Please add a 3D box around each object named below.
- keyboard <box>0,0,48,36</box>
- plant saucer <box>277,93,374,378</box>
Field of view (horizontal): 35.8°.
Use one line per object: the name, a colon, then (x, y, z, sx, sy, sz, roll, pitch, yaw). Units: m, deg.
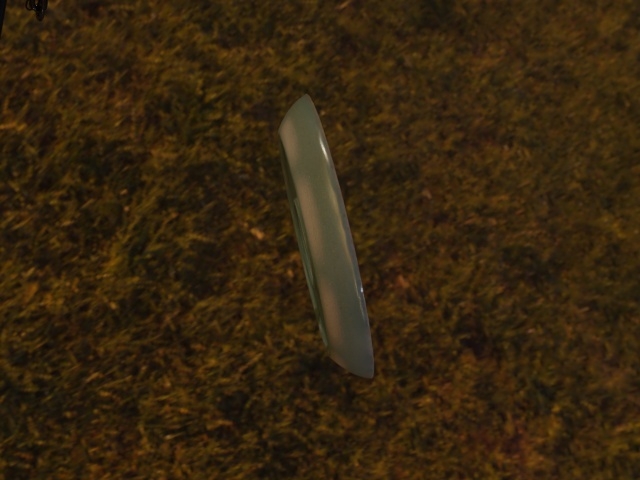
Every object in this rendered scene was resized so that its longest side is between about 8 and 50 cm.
keyboard: (-0.326, -0.274, 0.966, 0.033, 0.317, 0.201, 33, 32, 20)
plant saucer: (0.000, 0.000, 1.087, 0.044, 0.317, 0.317, -13, 76, -3)
